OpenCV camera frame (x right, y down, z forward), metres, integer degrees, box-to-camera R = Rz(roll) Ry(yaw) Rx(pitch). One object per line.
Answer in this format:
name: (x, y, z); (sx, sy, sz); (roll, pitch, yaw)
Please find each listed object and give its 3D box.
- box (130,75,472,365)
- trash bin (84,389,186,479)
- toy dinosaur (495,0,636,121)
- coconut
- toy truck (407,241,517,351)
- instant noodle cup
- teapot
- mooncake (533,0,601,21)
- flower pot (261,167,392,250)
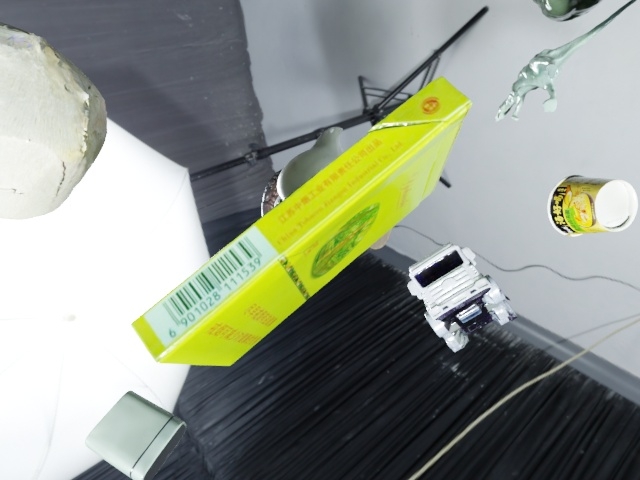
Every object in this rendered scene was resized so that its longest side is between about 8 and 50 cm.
box: (0.000, 0.000, 0.411); (0.047, 0.335, 0.187); (48, 172, 17)
trash bin: (-0.335, 0.357, 0.738); (0.129, 0.116, 0.059); (23, 136, 14)
toy dinosaur: (0.584, -0.435, 1.016); (0.092, 0.206, 0.393); (28, 132, -5)
coconut: (-0.384, -0.147, 0.487); (0.230, 0.227, 0.227); (-38, 79, 35)
toy truck: (0.215, 0.089, 0.621); (0.253, 0.114, 0.124); (38, -159, -55)
instant noodle cup: (0.629, -0.081, 0.930); (0.122, 0.151, 0.152); (-159, 46, -80)
teapot: (-0.018, -0.110, 0.780); (0.226, 0.145, 0.092); (-40, 61, 31)
mooncake: (0.568, -0.590, 0.897); (0.168, 0.104, 0.175); (21, 110, 22)
flower pot: (0.029, -0.071, 1.028); (0.267, 0.266, 0.267); (1, 115, 39)
